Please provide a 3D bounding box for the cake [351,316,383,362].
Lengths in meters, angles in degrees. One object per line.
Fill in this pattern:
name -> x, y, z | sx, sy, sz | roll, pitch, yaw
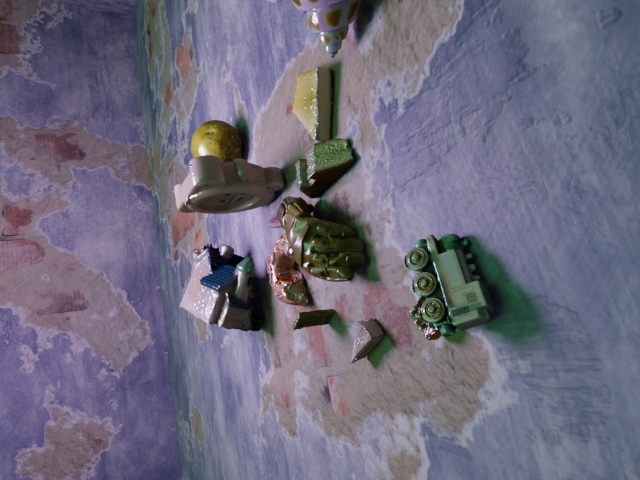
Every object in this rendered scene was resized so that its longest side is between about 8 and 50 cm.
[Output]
cake -> 0.106, 0.248, 1.103 | 0.065, 0.051, 0.121 | 53, 136, 34

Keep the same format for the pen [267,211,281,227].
pen -> -0.123, -0.071, 1.460 | 0.197, 0.032, 0.053 | -13, 81, 59

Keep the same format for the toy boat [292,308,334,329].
toy boat -> -0.020, 0.216, 1.239 | 0.016, 0.114, 0.063 | 59, 139, 38

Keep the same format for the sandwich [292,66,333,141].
sandwich -> -0.028, -0.370, 1.261 | 0.162, 0.058, 0.193 | 15, 107, 59

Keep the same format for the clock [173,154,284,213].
clock -> -0.296, -0.171, 1.466 | 0.284, 0.309, 0.114 | -32, 67, 55

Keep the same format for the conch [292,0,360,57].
conch -> 0.025, -0.629, 1.022 | 0.250, 0.197, 0.368 | -80, 14, -53

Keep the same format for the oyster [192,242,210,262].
oyster -> -0.562, 0.143, 2.143 | 0.223, 0.083, 0.215 | 136, 127, -57

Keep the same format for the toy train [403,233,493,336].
toy train -> 0.235, 0.074, 0.836 | 0.125, 0.080, 0.194 | -23, 60, 24

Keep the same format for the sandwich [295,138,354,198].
sandwich -> -0.010, -0.191, 1.212 | 0.244, 0.088, 0.090 | -38, 57, 53

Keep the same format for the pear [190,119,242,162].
pear -> -0.385, -0.352, 1.719 | 0.197, 0.197, 0.198 | 8, 100, 58

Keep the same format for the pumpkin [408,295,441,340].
pumpkin -> 0.220, 0.148, 0.906 | 0.083, 0.053, 0.074 | 57, 133, 44

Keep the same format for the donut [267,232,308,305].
donut -> -0.098, 0.080, 1.385 | 0.199, 0.085, 0.233 | 26, 113, 56

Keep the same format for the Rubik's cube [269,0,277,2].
Rubik's cube -> -0.224, -0.944, 1.277 | 0.321, 0.318, 0.316 | -39, 60, 52

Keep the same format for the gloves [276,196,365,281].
gloves -> -0.015, 0.000, 1.189 | 0.331, 0.141, 0.154 | 48, 130, 45

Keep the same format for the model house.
model house -> -0.342, 0.165, 1.666 | 0.298, 0.243, 0.285 | 12, 88, 44
